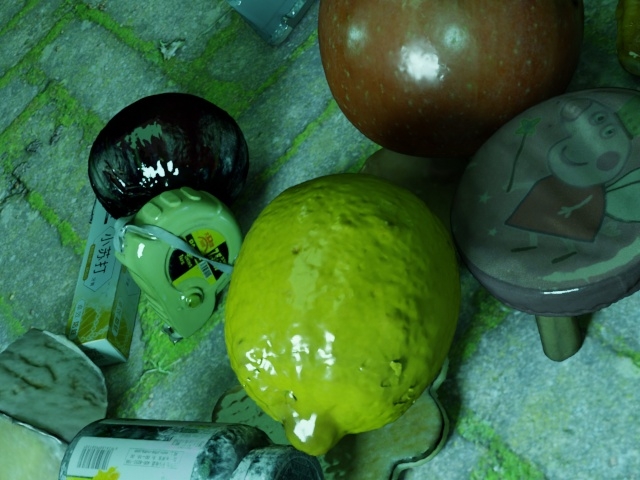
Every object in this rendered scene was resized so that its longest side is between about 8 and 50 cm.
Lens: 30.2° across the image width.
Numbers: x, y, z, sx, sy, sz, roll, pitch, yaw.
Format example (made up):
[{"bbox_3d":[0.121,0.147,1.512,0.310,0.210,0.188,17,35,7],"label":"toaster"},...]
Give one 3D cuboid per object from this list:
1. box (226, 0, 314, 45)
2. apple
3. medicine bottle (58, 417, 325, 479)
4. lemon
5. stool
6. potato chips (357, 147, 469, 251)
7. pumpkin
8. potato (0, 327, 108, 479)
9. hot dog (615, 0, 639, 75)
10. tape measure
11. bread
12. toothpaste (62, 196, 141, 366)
[{"bbox_3d":[-0.097,-0.443,1.977,0.162,0.130,0.227,-52,39,12],"label":"box"},{"bbox_3d":[0.160,-0.263,1.496,0.348,0.277,0.348,-4,20,2],"label":"apple"},{"bbox_3d":[-0.138,0.265,1.278,0.293,0.141,0.141,-5,53,36],"label":"medicine bottle"},{"bbox_3d":[0.022,0.070,1.240,0.245,0.245,0.320,-5,55,34],"label":"lemon"},{"bbox_3d":[0.294,-0.013,1.270,0.272,0.178,0.272,-21,45,22],"label":"stool"},{"bbox_3d":[0.116,-0.040,1.508,0.195,0.062,0.208,-19,47,-8],"label":"potato chips"},{"bbox_3d":[-0.220,-0.109,1.709,0.233,0.233,0.163,-22,61,21],"label":"pumpkin"},{"bbox_3d":[-0.394,0.289,1.611,0.264,0.189,0.211,-65,-6,24],"label":"potato"},{"bbox_3d":[0.423,-0.316,1.518,0.087,0.061,0.286,8,56,17],"label":"hot dog"},{"bbox_3d":[-0.191,0.015,1.616,0.175,0.200,0.106,-42,39,-13],"label":"tape measure"},{"bbox_3d":[0.022,0.215,1.345,0.286,0.056,0.207,-19,63,9],"label":"bread"},{"bbox_3d":[-0.309,0.043,1.773,0.089,0.071,0.313,-15,47,22],"label":"toothpaste"}]
